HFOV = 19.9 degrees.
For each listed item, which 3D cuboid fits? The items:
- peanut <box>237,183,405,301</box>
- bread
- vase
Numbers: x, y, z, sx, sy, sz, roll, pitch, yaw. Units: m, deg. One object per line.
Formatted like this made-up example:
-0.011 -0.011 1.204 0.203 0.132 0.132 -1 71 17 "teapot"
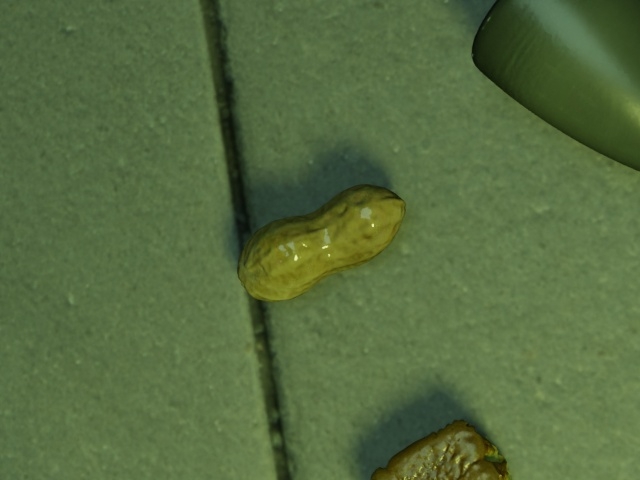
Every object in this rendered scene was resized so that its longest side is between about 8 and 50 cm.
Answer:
-0.001 0.000 1.849 0.192 0.089 0.089 -28 71 12 "peanut"
0.121 0.254 1.761 0.140 0.069 0.128 -35 70 9 "bread"
0.311 -0.129 1.739 0.173 0.173 0.321 -45 73 5 "vase"
